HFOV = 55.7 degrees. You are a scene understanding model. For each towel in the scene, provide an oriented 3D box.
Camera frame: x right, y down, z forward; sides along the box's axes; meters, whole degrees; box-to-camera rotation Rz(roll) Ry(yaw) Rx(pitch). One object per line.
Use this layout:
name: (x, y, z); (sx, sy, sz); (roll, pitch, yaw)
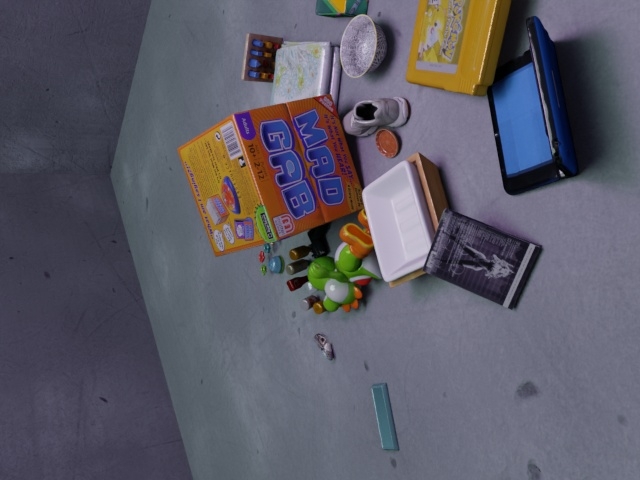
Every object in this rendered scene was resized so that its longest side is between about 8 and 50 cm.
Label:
towel: (-0.062, -0.470, 2.009); (0.320, 0.090, 0.374); (25, 113, 54)

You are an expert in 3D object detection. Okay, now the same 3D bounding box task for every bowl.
bowl: (0.135, -0.541, 1.707); (0.170, 0.080, 0.170); (4, 95, 57)

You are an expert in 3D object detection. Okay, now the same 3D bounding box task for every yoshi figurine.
yoshi figurine: (0.055, 0.061, 1.788); (0.362, 0.203, 0.203); (113, 157, -43)

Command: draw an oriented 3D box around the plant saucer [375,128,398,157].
plant saucer: (0.187, -0.272, 1.686); (0.083, 0.013, 0.083); (33, 139, 35)

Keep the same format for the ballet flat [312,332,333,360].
ballet flat: (0.013, 0.346, 2.000); (0.114, 0.041, 0.041); (46, 129, 44)

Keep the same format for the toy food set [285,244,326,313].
toy food set: (-0.036, 0.135, 2.036); (0.111, 0.104, 0.232); (-33, 82, 38)

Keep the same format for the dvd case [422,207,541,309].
dvd case: (0.357, 0.041, 1.362); (0.221, 0.018, 0.164); (24, 117, 18)

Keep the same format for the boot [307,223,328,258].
boot: (0.000, 0.000, 1.988); (0.121, 0.045, 0.099); (-42, 59, 53)

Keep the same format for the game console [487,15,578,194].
game console: (0.408, -0.259, 1.237); (0.173, 0.250, 0.293); (-13, 81, 30)

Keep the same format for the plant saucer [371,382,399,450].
plant saucer: (0.185, 0.514, 1.765); (0.067, 0.018, 0.192); (-26, 70, 54)

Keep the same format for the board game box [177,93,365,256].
board game box: (-0.148, -0.190, 1.819); (0.356, 0.356, 0.356); (-13, 98, 52)

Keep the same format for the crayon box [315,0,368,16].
crayon box: (0.076, -0.804, 1.779); (0.165, 0.081, 0.278); (29, 116, 53)

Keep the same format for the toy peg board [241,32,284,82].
toy peg board: (-0.185, -0.637, 2.136); (0.079, 0.161, 0.161); (24, 113, 37)

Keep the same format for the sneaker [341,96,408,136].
sneaker: (0.122, -0.356, 1.704); (0.262, 0.121, 0.099); (-5, 87, 57)

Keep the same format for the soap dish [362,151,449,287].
soap dish: (0.234, -0.048, 1.557); (0.229, 0.118, 0.291); (-34, 64, 53)

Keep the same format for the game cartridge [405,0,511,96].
game cartridge: (0.314, -0.495, 1.408); (0.324, 0.053, 0.285); (-136, 51, -63)

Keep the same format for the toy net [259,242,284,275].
toy net: (-0.191, 0.013, 2.286); (0.122, 0.045, 0.232); (-17, 77, 58)
